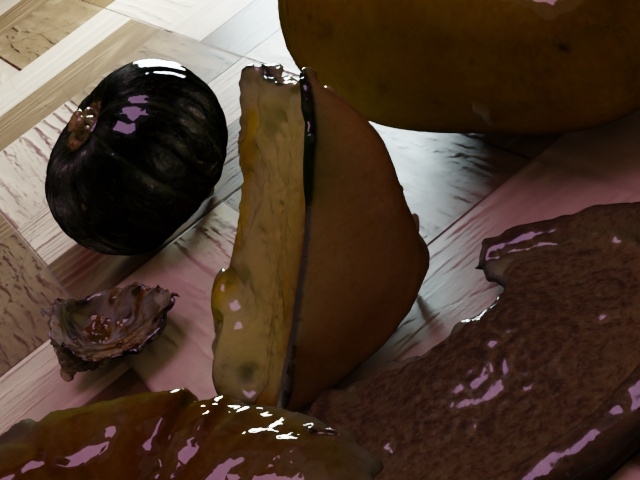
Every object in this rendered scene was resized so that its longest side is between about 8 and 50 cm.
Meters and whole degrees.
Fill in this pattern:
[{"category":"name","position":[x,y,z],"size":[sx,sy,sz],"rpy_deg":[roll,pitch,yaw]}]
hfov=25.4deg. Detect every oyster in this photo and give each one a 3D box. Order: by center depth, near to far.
[{"category":"oyster","position":[-0.184,0.074,1.202],"size":[0.105,0.056,0.177],"rpy_deg":[-39,25,-26]}]

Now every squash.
[{"category":"squash","position":[-0.172,-0.076,1.334],"size":[0.193,0.156,0.193],"rpy_deg":[-28,25,14]}]

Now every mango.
[{"category":"mango","position":[0.128,-0.202,1.126],"size":[0.301,0.220,0.445],"rpy_deg":[-34,28,-5]}]

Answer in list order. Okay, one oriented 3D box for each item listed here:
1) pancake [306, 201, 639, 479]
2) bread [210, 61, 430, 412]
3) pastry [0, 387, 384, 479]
[{"category":"pancake","position":[0.110,0.073,0.867],"size":[0.288,0.033,0.286],"rpy_deg":[-25,27,21]},{"category":"bread","position":[0.006,0.006,1.006],"size":[0.133,0.252,0.174],"rpy_deg":[4,8,-26]},{"category":"pastry","position":[-0.100,0.213,0.713],"size":[0.329,0.136,0.330],"rpy_deg":[-15,37,12]}]
